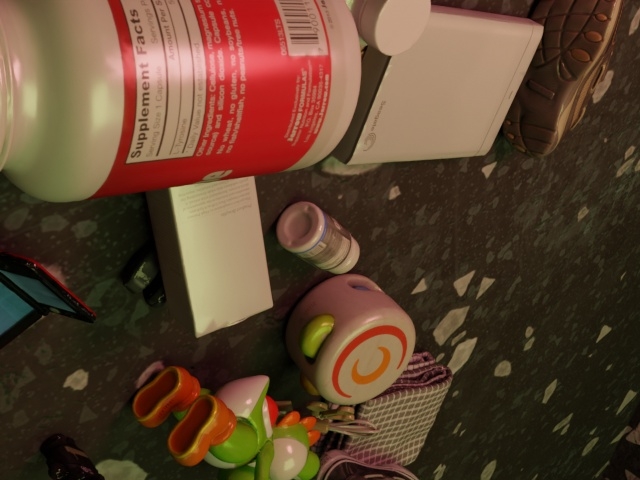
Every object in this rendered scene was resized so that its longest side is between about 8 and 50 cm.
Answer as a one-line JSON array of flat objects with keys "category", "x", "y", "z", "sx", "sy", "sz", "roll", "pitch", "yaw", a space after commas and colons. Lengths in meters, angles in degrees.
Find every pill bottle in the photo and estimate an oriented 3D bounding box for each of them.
[{"category": "pill bottle", "x": 0.000, "y": 0.000, "z": 1.285, "sx": 0.078, "sy": 0.078, "sz": 0.137, "roll": -51, "pitch": 145, "yaw": 3}, {"category": "pill bottle", "x": -0.177, "y": -0.159, "z": 0.812, "sx": 0.408, "sy": 0.229, "sz": 0.229, "roll": -12, "pitch": 131, "yaw": -41}, {"category": "pill bottle", "x": 0.027, "y": -0.280, "z": 0.949, "sx": 0.108, "sy": 0.193, "sz": 0.108, "roll": -29, "pitch": 141, "yaw": -27}]

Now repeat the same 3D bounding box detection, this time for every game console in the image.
[{"category": "game console", "x": -0.350, "y": 0.078, "z": 0.978, "sx": 0.085, "sy": 0.124, "sz": 0.144, "roll": -66, "pitch": 152, "yaw": -23}]

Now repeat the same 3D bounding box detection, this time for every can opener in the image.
[{"category": "can opener", "x": -0.172, "y": 0.009, "z": 1.122, "sx": 0.186, "sy": 0.059, "sz": 0.073, "roll": -47, "pitch": 145, "yaw": -2}]

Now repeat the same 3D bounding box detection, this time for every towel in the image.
[{"category": "towel", "x": 0.122, "y": 0.359, "z": 1.719, "sx": 0.284, "sy": 0.121, "sz": 0.235, "roll": -8, "pitch": 128, "yaw": -43}]

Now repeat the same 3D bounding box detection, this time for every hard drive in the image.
[{"category": "hard drive", "x": 0.183, "y": -0.229, "z": 1.285, "sx": 0.353, "sy": 0.047, "sz": 0.233, "roll": -9, "pitch": 129, "yaw": -45}]

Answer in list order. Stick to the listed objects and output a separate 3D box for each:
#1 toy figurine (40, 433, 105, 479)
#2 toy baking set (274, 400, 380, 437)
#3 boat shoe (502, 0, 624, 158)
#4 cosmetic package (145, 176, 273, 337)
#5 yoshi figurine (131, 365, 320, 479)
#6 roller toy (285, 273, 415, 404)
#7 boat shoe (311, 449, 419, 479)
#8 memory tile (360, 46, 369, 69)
[{"category": "toy figurine", "x": -0.391, "y": 0.397, "z": 1.172, "sx": 0.213, "sy": 0.148, "sz": 0.209, "roll": -16, "pitch": 133, "yaw": -39}, {"category": "toy baking set", "x": -0.008, "y": 0.322, "z": 1.508, "sx": 0.256, "sy": 0.197, "sz": 0.030, "roll": 42, "pitch": 48, "yaw": -54}, {"category": "boat shoe", "x": 0.408, "y": -0.304, "z": 1.422, "sx": 0.130, "sy": 0.132, "sz": 0.355, "roll": -31, "pitch": 151, "yaw": -39}, {"category": "cosmetic package", "x": -0.139, "y": -0.012, "z": 1.056, "sx": 0.117, "sy": 0.085, "sz": 0.231, "roll": -19, "pitch": 117, "yaw": -30}, {"category": "yoshi figurine", "x": -0.139, "y": 0.340, "z": 1.345, "sx": 0.203, "sy": 0.203, "sz": 0.362, "roll": -15, "pitch": 147, "yaw": 26}, {"category": "roller toy", "x": 0.046, "y": 0.161, "z": 1.427, "sx": 0.191, "sy": 0.146, "sz": 0.209, "roll": -27, "pitch": 132, "yaw": -17}, {"category": "boat shoe", "x": 0.112, "y": 0.489, "z": 1.616, "sx": 0.335, "sy": 0.119, "sz": 0.121, "roll": 30, "pitch": 93, "yaw": -46}, {"category": "memory tile", "x": 0.008, "y": -0.243, "z": 1.122, "sx": 0.148, "sy": 0.012, "sz": 0.113, "roll": -30, "pitch": 141, "yaw": -25}]
